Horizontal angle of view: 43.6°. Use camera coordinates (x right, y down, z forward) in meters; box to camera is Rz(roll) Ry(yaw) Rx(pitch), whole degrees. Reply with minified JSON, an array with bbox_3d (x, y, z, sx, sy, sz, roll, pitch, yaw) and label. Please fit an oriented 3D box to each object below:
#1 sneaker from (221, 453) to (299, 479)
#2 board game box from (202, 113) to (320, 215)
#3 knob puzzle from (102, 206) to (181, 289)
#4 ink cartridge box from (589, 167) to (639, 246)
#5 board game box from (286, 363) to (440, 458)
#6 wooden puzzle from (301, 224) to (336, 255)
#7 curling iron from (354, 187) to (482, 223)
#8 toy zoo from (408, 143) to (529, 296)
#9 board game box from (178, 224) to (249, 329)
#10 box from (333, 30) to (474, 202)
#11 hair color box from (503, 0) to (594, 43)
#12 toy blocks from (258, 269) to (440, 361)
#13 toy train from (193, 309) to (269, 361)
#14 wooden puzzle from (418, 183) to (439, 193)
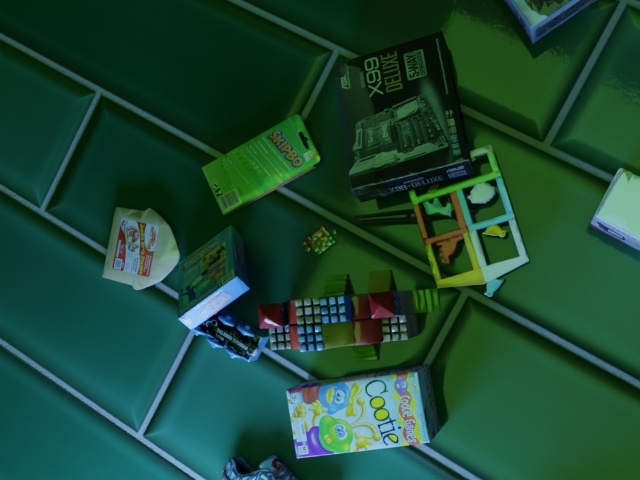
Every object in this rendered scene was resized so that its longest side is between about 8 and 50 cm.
[{"bbox_3d":[-0.098,0.526,1.708,0.261,0.104,0.125,6,87,17],"label":"sneaker"},{"bbox_3d":[-0.130,-0.169,1.792,0.259,0.039,0.124,-28,80,16],"label":"board game box"},{"bbox_3d":[-0.405,0.021,1.863,0.213,0.030,0.213,-1,86,20],"label":"knob puzzle"},{"bbox_3d":[0.595,-0.038,1.461,0.172,0.237,0.100,30,95,16],"label":"ink cartridge box"},{"bbox_3d":[0.090,0.349,1.640,0.275,0.142,0.144,-12,84,16],"label":"board game box"},{"bbox_3d":[0.000,0.000,1.757,0.083,0.006,0.049,-40,77,11],"label":"wooden puzzle"},{"bbox_3d":[0.205,-0.066,1.685,0.274,0.035,0.068,-11,85,15],"label":"curling iron"},{"bbox_3d":[0.300,-0.027,1.622,0.192,0.030,0.293,-17,84,14],"label":"toy zoo"},{"bbox_3d":[-0.235,0.076,1.733,0.160,0.210,0.047,-35,121,13],"label":"board game box"},{"bbox_3d":[0.167,-0.254,1.646,0.242,0.076,0.307,-13,67,16],"label":"box"},{"bbox_3d":[0.404,-0.612,1.616,0.185,0.113,0.374,-34,79,12],"label":"hair color box"},{"bbox_3d":[0.033,0.160,1.606,0.381,0.261,0.191,-7,85,17],"label":"toy blocks"},{"bbox_3d":[-0.205,0.199,1.756,0.184,0.105,0.080,29,92,16],"label":"toy train"},{"bbox_3d":[0.211,-0.153,1.699,0.116,0.014,0.078,36,97,16],"label":"wooden puzzle"}]
